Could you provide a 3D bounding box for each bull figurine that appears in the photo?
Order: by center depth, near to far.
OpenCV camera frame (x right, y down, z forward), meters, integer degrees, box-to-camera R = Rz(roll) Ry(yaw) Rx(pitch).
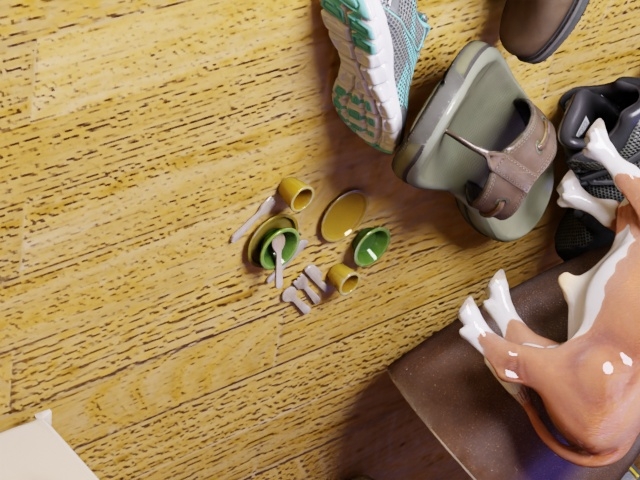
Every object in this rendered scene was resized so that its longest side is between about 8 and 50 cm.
[{"bbox_3d":[0.250,0.025,1.418,0.310,0.188,0.101,-52,169,-17],"label":"bull figurine"}]

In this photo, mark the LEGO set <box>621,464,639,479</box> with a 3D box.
[{"bbox_3d":[0.357,0.241,1.788,0.192,0.331,0.255,-32,163,-20],"label":"LEGO set"}]

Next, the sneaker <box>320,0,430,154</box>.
[{"bbox_3d":[0.050,-0.131,1.285,0.076,0.065,0.166,-40,149,-24],"label":"sneaker"}]

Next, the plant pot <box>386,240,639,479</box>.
[{"bbox_3d":[0.212,0.111,1.531,0.230,0.215,0.215,-43,146,4],"label":"plant pot"}]

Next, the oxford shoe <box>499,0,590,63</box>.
[{"bbox_3d":[0.154,-0.227,1.304,0.096,0.083,0.227,-6,130,-20],"label":"oxford shoe"}]

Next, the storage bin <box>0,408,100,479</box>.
[{"bbox_3d":[-0.273,0.284,1.252,0.262,0.123,0.260,-20,133,-32],"label":"storage bin"}]

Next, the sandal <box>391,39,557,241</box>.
[{"bbox_3d":[0.143,-0.065,1.389,0.120,0.086,0.303,-59,154,1],"label":"sandal"}]

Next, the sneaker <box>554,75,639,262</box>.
[{"bbox_3d":[0.235,-0.063,1.540,0.130,0.087,0.227,16,144,-16],"label":"sneaker"}]

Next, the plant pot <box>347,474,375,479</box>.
[{"bbox_3d":[0.034,0.276,1.627,0.109,0.109,0.096,-17,123,-38],"label":"plant pot"}]

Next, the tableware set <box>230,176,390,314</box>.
[{"bbox_3d":[0.000,0.000,1.386,0.104,0.024,0.154,-46,145,-4],"label":"tableware set"}]
